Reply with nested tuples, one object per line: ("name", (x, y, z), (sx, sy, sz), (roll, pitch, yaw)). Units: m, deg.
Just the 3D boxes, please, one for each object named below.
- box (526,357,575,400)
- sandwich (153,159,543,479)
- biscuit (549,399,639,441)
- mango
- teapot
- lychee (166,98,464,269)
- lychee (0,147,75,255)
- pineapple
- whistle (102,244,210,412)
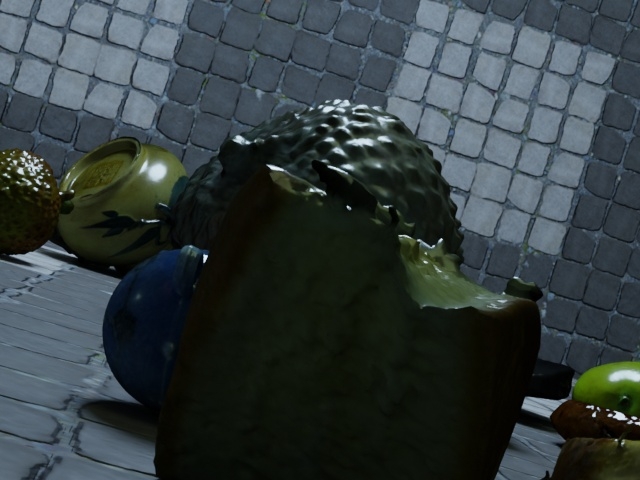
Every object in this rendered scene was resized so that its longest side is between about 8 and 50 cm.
("box", (0.154, 0.131, 1.351), (0.201, 0.042, 0.212), (7, -2, 21))
("sandwich", (0.012, 0.047, 0.486), (0.122, 0.128, 0.235), (20, 1, 11))
("biscuit", (0.284, 0.175, 1.120), (0.192, 0.049, 0.192), (18, -7, 2))
("mango", (0.307, 0.168, 1.330), (0.117, 0.089, 0.163), (8, -11, -12))
("teapot", (-0.242, -0.022, 1.667), (0.269, 0.173, 0.182), (-11, -53, 30))
("lychee", (0.000, 0.000, 1.191), (0.255, 0.255, 0.274), (16, -30, 47))
("lychee", (-0.321, -0.038, 1.369), (0.146, 0.114, 0.114), (-6, 11, -29))
("pineapple", (0.155, 0.127, 0.603), (0.116, 0.069, 0.137), (11, -12, 23))
("whistle", (-0.065, 0.056, 0.659), (0.090, 0.090, 0.158), (17, -40, 9))
